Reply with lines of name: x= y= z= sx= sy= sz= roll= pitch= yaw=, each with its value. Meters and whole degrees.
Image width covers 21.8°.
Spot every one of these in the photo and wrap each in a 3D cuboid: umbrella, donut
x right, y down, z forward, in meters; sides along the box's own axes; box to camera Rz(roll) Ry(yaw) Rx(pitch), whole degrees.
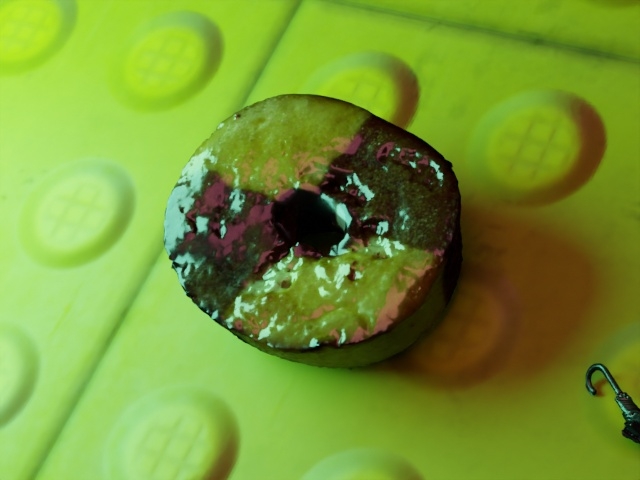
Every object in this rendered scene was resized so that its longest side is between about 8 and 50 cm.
umbrella: x=0.184 y=0.118 z=0.876 sx=0.149 sy=0.022 sz=0.022 roll=53 pitch=129 yaw=36
donut: x=0.000 y=0.000 z=0.986 sx=0.184 sy=0.073 sz=0.166 roll=15 pitch=65 yaw=27
